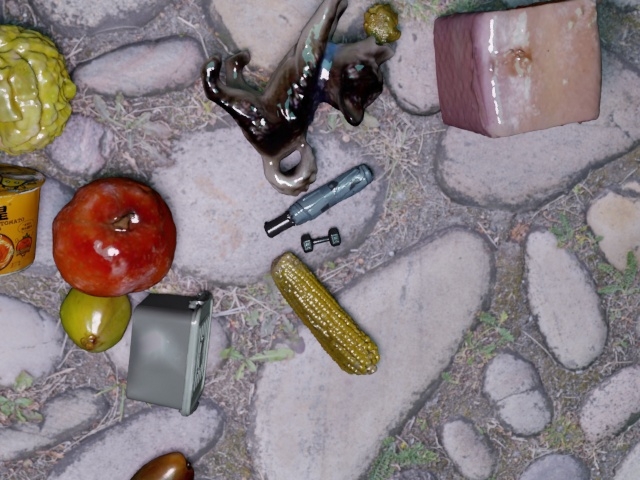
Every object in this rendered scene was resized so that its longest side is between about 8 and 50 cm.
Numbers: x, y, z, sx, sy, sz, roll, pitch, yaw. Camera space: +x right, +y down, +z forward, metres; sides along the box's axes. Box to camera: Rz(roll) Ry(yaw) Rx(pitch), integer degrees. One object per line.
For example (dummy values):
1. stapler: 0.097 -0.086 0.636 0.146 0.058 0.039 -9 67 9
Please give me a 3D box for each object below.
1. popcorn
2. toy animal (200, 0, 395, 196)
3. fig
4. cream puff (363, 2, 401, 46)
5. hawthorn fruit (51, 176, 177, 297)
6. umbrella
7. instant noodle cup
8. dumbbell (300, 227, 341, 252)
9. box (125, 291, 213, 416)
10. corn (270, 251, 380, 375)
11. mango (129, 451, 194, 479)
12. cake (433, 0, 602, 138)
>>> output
1. popcorn: -0.575 -0.267 1.333 0.259 0.212 0.259 -1 97 -12
2. toy animal: -0.011 -0.273 1.403 0.344 0.194 0.302 -28 99 4
3. fig: -0.448 0.148 1.479 0.136 0.121 0.152 -20 80 3
4. cream puff: 0.120 -0.419 1.448 0.083 0.058 0.083 41 93 -5
5. hawthorn fruit: -0.376 -0.015 1.366 0.242 0.272 0.241 3 80 -19
6. umbrella: -0.003 -0.078 1.509 0.251 0.053 0.052 -31 104 0
7. instant noodle cup: -0.625 -0.038 1.380 0.216 0.215 0.172 3 111 -7
8. dumbbell: 0.000 0.000 1.534 0.083 0.040 0.036 -13 134 -3
9. box: -0.304 0.221 1.492 0.135 0.163 0.243 7 102 1
10. corn: 0.009 0.159 1.540 0.097 0.097 0.319 -38 101 3
11. mango: -0.360 0.566 1.575 0.133 0.111 0.267 20 98 -26
12. cake: 0.356 -0.325 1.373 0.237 0.309 0.229 -8 107 -8
